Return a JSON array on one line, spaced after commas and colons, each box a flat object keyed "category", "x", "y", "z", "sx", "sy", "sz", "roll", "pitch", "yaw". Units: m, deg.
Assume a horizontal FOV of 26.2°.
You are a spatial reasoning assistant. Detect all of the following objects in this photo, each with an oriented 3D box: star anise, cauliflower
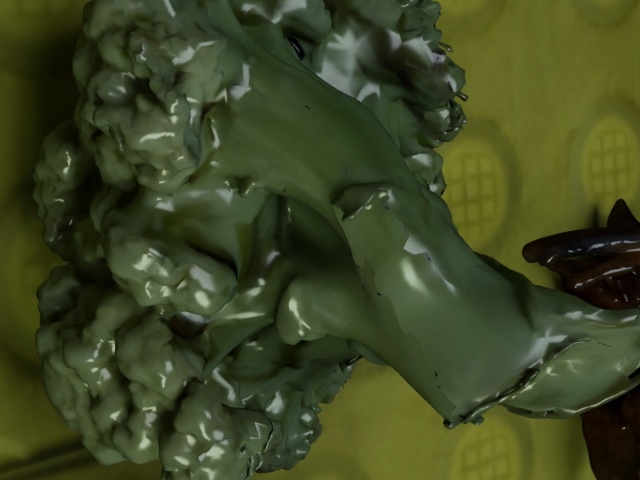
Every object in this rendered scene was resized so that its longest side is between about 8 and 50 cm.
[{"category": "star anise", "x": 0.229, "y": 0.070, "z": 0.971, "sx": 0.346, "sy": 0.148, "sz": 0.237, "roll": 42, "pitch": 64, "yaw": -47}, {"category": "cauliflower", "x": -0.021, "y": 0.001, "z": 0.661, "sx": 0.260, "sy": 0.281, "sz": 0.327, "roll": -27, "pitch": 128, "yaw": -3}]
